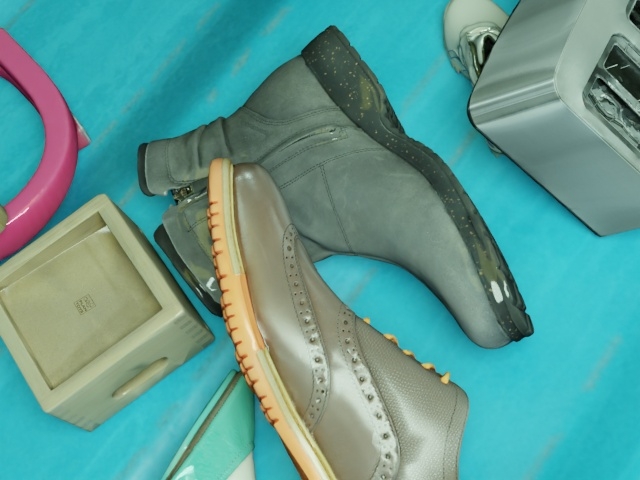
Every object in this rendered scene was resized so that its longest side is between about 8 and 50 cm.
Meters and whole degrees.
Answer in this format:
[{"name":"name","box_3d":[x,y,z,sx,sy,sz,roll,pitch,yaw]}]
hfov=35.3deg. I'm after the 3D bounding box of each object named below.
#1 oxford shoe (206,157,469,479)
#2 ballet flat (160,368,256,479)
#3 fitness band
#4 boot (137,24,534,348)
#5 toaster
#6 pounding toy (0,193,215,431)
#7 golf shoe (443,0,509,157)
[{"name":"oxford shoe","box_3d":[0.022,0.100,0.687,0.133,0.130,0.363,-22,83,-3]},{"name":"ballet flat","box_3d":[-0.095,0.208,0.710,0.087,0.083,0.247,33,61,6]},{"name":"fitness band","box_3d":[-0.342,-0.094,0.942,0.209,0.054,0.291,-36,58,-14]},{"name":"boot","box_3d":[0.000,0.000,0.799,0.223,0.118,0.338,-34,52,2]},{"name":"toaster","box_3d":[0.212,-0.122,0.748,0.168,0.186,0.110,-59,21,-20]},{"name":"pounding toy","box_3d":[-0.220,0.047,0.817,0.181,0.094,0.206,-37,66,-3]},{"name":"golf shoe","box_3d":[0.146,-0.160,0.848,0.069,0.086,0.176,-21,57,5]}]
